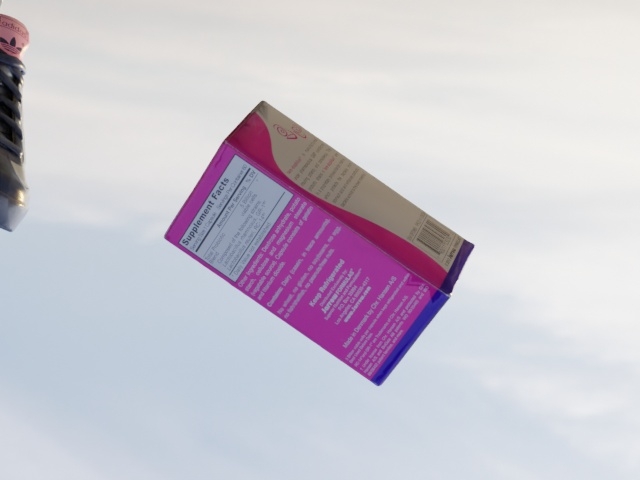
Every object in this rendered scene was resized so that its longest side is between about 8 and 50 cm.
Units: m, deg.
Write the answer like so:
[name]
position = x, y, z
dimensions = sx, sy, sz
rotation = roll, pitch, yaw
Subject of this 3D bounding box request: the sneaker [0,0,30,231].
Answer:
[sneaker]
position = -0.300, -0.131, 1.518
dimensions = 0.112, 0.131, 0.319
rotation = 38, -171, -41

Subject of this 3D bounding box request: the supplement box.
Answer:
[supplement box]
position = 0.000, 0.000, 1.453
dimensions = 0.220, 0.114, 0.111
rotation = 36, -153, 0
